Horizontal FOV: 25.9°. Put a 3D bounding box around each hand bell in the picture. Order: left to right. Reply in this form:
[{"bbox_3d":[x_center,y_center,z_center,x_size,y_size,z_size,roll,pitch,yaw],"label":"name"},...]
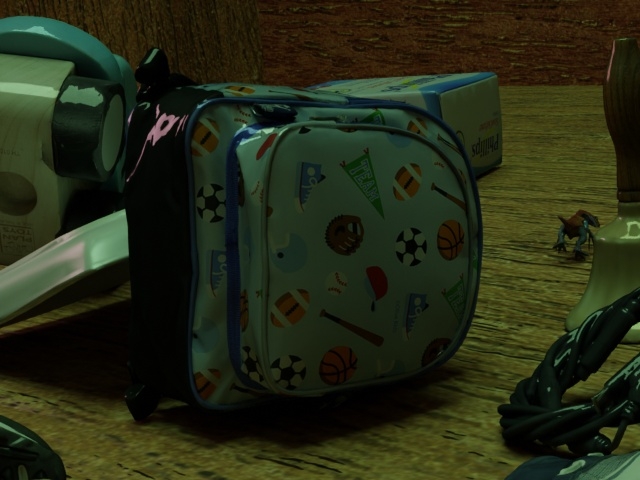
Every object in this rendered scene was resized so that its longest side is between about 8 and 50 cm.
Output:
[{"bbox_3d":[0.261,-0.047,1.156,0.126,0.242,0.126,-4,11,1],"label":"hand bell"}]

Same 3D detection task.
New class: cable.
[{"bbox_3d":[0.203,0.083,0.932,0.184,0.047,0.150,-41,12,-31],"label":"cable"}]

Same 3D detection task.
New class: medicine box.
[{"bbox_3d":[0.093,-0.157,2.056,0.289,0.149,0.263,-1,12,25],"label":"medicine box"}]

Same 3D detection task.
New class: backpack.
[{"bbox_3d":[0.000,0.000,1.042,0.263,0.276,0.213,-6,14,-39],"label":"backpack"}]

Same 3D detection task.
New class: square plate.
[{"bbox_3d":[-0.158,-0.001,1.280,0.347,0.049,0.344,-23,0,-40],"label":"square plate"}]

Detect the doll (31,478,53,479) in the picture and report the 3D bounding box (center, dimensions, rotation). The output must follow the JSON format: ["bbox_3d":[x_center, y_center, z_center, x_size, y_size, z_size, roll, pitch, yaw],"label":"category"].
[{"bbox_3d":[-0.132,0.180,0.688,0.129,0.046,0.189,3,16,-8],"label":"doll"}]

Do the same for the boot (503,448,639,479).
[{"bbox_3d":[0.120,0.150,0.700,0.086,0.069,0.190,-7,0,32],"label":"boot"}]

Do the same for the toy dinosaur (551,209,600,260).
[{"bbox_3d":[0.273,-0.014,1.455,0.047,0.090,0.082,13,47,13],"label":"toy dinosaur"}]

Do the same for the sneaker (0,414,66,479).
[{"bbox_3d":[-0.277,0.137,0.858,0.272,0.100,0.108,-2,6,19],"label":"sneaker"}]

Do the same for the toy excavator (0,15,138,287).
[{"bbox_3d":[-0.294,-0.110,1.657,0.222,0.432,0.445,7,38,6],"label":"toy excavator"}]
